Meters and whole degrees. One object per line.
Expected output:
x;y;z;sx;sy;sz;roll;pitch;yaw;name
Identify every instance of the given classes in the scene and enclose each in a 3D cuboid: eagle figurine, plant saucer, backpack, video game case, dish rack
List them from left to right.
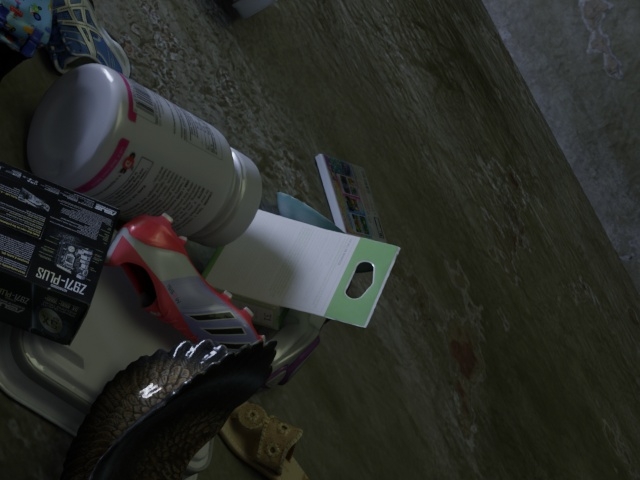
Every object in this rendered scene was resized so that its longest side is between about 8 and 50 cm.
-0.409;-0.286;1.369;0.173;0.117;0.158;35;38;-38;backpack
-0.226;0.113;1.389;0.333;0.072;0.285;41;36;-35;dish rack
-0.168;0.227;1.172;0.225;0.226;0.298;27;73;-64;eagle figurine
0.000;0.000;1.821;0.195;0.037;0.195;36;-8;6;plant saucer
0.055;-0.068;2.080;0.143;0.019;0.157;12;57;-56;video game case

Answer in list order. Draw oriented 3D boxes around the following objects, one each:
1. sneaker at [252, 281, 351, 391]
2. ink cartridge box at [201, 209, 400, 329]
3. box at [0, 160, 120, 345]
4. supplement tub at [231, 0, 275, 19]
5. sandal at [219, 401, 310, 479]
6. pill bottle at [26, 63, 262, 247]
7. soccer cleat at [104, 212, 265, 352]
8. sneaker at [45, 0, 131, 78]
-0.064;0.100;1.670;0.152;0.114;0.305;37;33;-4;sneaker
-0.029;0.048;1.603;0.171;0.235;0.056;-63;165;-45;ink cartridge box
-0.317;0.006;1.239;0.180;0.077;0.147;22;42;-15;box
-0.133;-0.556;1.937;0.331;0.241;0.241;56;28;-13;supplement tub
-0.047;0.271;1.544;0.240;0.079;0.088;56;28;-14;sandal
-0.212;-0.095;1.492;0.283;0.160;0.160;28;44;-48;pill bottle
-0.158;0.077;1.393;0.095;0.083;0.248;-49;118;-29;soccer cleat
-0.326;-0.272;1.535;0.211;0.080;0.081;49;27;-22;sneaker
